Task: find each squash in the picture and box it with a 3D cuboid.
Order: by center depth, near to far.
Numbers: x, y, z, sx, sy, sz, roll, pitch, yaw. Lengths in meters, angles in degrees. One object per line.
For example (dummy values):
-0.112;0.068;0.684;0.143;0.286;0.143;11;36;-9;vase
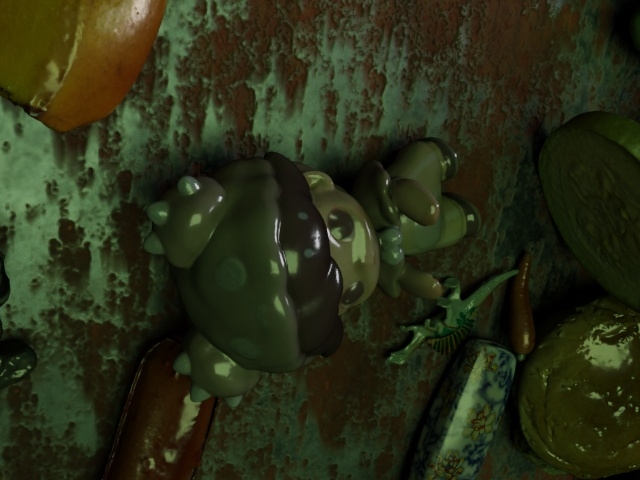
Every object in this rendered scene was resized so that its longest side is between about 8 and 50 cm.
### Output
0.346;-0.033;0.964;0.048;0.252;0.252;-30;115;-11;squash

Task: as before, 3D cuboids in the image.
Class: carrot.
0.260;0.086;1.076;0.035;0.035;0.142;4;84;-24;carrot

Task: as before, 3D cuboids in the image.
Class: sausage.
-0.188;0.262;0.917;0.102;0.102;0.331;18;97;-27;sausage

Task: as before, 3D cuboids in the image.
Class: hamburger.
0.393;0.197;1.123;0.265;0.134;0.285;-14;109;-21;hamburger

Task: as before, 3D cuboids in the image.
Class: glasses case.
0.181;0.248;1.084;0.086;0.065;0.248;20;95;-32;glasses case

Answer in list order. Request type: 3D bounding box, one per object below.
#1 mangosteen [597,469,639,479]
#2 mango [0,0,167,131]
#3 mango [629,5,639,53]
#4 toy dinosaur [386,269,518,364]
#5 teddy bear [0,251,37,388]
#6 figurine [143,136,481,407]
0.479;0.398;1.213;0.199;0.200;0.200;-7;109;-21;mangosteen
-0.217;-0.237;0.730;0.187;0.138;0.257;31;89;-10;mango
0.484;-0.271;1.032;0.237;0.091;0.137;-18;139;-7;mango
0.169;0.102;1.055;0.187;0.044;0.106;-17;126;-31;toy dinosaur
-0.350;0.094;0.774;0.171;0.144;0.251;-14;115;-34;teddy bear
0.001;0.000;0.873;0.380;0.203;0.249;-23;121;-28;figurine
